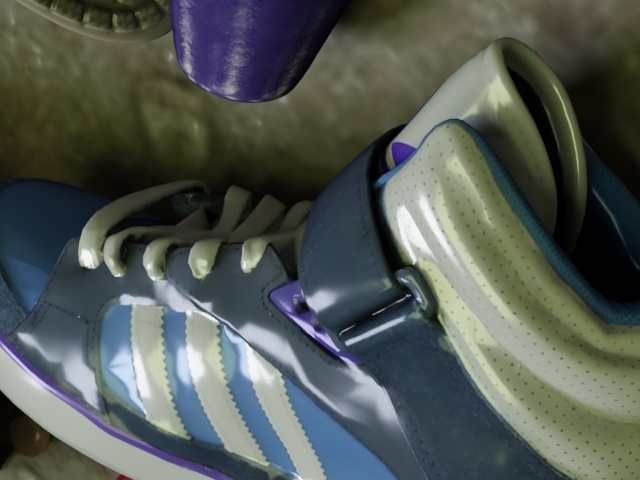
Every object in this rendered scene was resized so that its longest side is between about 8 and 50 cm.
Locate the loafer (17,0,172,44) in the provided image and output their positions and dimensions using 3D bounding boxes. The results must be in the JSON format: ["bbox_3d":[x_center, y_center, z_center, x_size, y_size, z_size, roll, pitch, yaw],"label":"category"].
[{"bbox_3d":[-0.147,-0.187,0.539,0.102,0.092,0.268,-45,102,5],"label":"loafer"}]

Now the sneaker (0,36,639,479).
[{"bbox_3d":[0.000,0.000,0.532,0.323,0.130,0.236,35,124,18],"label":"sneaker"}]

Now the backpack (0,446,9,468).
[{"bbox_3d":[-0.291,0.078,0.690,0.263,0.213,0.276,0,119,61],"label":"backpack"}]

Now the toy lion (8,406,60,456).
[{"bbox_3d":[-0.149,0.057,0.735,0.096,0.034,0.100,-27,99,36],"label":"toy lion"}]

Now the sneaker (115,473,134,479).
[{"bbox_3d":[-0.046,0.158,0.649,0.221,0.128,0.087,-5,113,38],"label":"sneaker"}]

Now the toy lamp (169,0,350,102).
[{"bbox_3d":[-0.001,-0.168,0.450,0.080,0.080,0.274,32,132,17],"label":"toy lamp"}]
